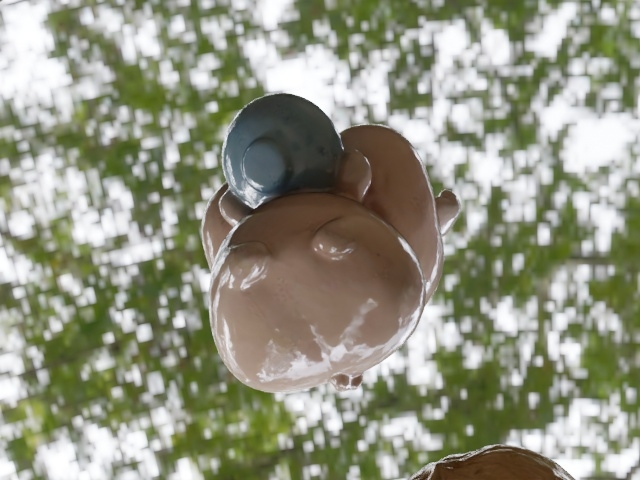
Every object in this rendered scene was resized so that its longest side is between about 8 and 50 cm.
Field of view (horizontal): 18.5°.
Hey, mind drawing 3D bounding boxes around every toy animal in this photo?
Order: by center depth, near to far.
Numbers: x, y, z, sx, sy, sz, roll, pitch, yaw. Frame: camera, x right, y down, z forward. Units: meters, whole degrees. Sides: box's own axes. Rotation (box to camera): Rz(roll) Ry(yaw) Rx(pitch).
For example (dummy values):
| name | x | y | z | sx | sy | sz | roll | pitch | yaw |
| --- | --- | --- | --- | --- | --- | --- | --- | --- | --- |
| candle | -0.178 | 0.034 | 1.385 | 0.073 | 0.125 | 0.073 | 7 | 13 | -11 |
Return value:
| name | x | y | z | sx | sy | sz | roll | pitch | yaw |
| --- | --- | --- | --- | --- | --- | --- | --- | --- | --- |
| toy animal | 0.007 | 0.020 | 1.586 | 0.210 | 0.229 | 0.221 | -19 | -130 | 11 |

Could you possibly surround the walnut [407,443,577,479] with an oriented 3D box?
| name | x | y | z | sx | sy | sz | roll | pitch | yaw |
| --- | --- | --- | --- | --- | --- | --- | --- | --- | --- |
| walnut | 0.130 | 0.257 | 1.415 | 0.193 | 0.226 | 0.193 | -16 | -160 | 6 |
